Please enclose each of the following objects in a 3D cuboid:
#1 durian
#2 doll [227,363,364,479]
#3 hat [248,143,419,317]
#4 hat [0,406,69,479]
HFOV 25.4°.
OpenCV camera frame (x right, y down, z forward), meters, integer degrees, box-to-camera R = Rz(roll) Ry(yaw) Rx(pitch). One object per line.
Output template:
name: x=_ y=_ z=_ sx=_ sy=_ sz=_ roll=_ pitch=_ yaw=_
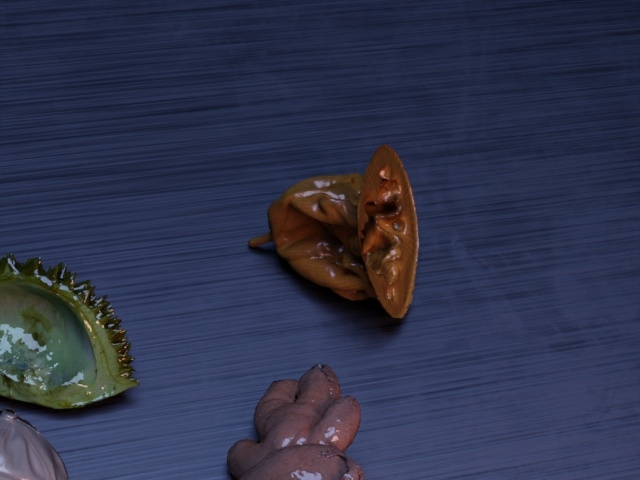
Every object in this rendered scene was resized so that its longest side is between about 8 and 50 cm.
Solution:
durian: x=-0.431 y=0.119 z=1.924 sx=0.394 sy=0.163 sz=0.198 roll=5 pitch=85 yaw=1
doll: x=-0.015 y=0.284 z=1.812 sx=0.201 sy=0.156 sz=0.303 roll=-28 pitch=22 yaw=18
hat: x=0.000 y=0.000 z=2.075 sx=0.233 sy=0.244 sz=0.233 roll=-7 pitch=9 yaw=24
hat: x=-0.421 y=0.320 z=1.689 sx=0.219 sy=0.164 sz=0.226 roll=13 pitch=25 yaw=4
